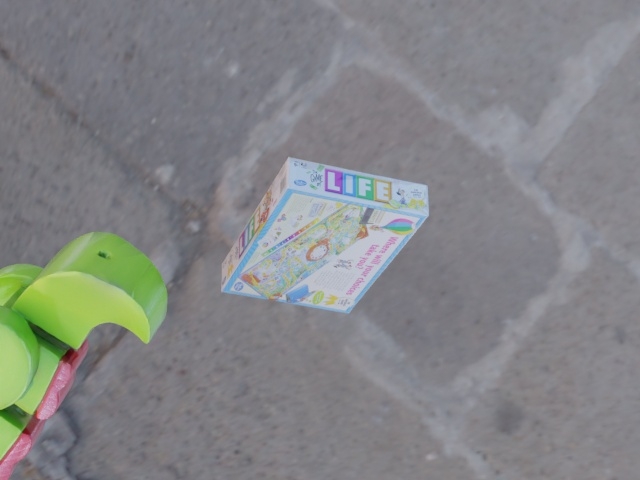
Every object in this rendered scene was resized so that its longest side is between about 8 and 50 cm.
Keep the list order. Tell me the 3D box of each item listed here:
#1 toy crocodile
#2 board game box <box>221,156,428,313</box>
[{"bbox_3d":[-0.231,0.125,1.023,0.105,0.115,0.340,39,105,-6],"label":"toy crocodile"},{"bbox_3d":[0.000,0.000,1.127,0.103,0.154,0.026,11,57,-17],"label":"board game box"}]
